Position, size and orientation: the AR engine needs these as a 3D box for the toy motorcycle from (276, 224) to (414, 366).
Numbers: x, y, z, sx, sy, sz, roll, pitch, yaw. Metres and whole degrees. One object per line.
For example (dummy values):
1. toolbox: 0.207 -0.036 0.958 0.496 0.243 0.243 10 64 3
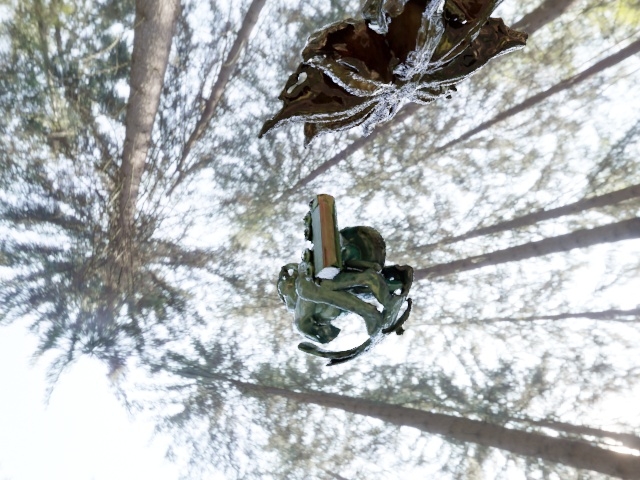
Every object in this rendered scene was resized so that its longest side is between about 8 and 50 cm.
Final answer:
1. toy motorcycle: 0.032 0.099 0.958 0.154 0.260 0.206 -7 -109 -48

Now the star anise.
1. star anise: 0.057 -0.174 0.522 0.272 0.272 0.102 -17 -100 -24

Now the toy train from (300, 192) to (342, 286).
1. toy train: 0.000 0.000 0.890 0.038 0.071 0.148 16 -127 -29
